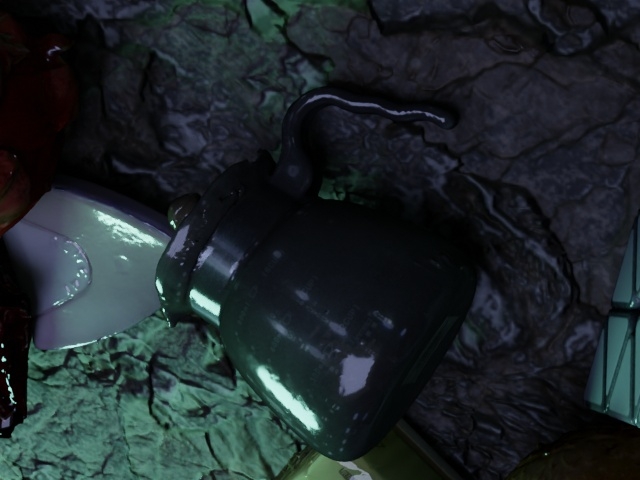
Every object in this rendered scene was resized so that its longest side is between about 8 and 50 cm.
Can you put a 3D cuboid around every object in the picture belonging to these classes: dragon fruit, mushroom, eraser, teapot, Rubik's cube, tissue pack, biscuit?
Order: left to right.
[{"bbox_3d":[-0.396,-0.102,1.501,0.277,0.342,0.277,3,93,57],"label":"dragon fruit"},{"bbox_3d":[-0.351,0.090,1.697,0.151,0.063,0.235,43,139,38],"label":"biscuit"},{"bbox_3d":[-0.220,0.015,1.632,0.243,0.059,0.204,-2,113,28],"label":"eraser"},{"bbox_3d":[-0.013,0.013,1.456,0.285,0.223,0.305,32,126,14],"label":"teapot"},{"bbox_3d":[0.068,0.289,1.604,0.234,0.125,0.159,46,123,-2],"label":"tissue pack"},{"bbox_3d":[0.275,0.240,1.432,0.253,0.253,0.153,-13,71,28],"label":"mushroom"},{"bbox_3d":[0.336,0.074,1.373,0.228,0.229,0.233,41,176,44],"label":"Rubik's cube"}]
